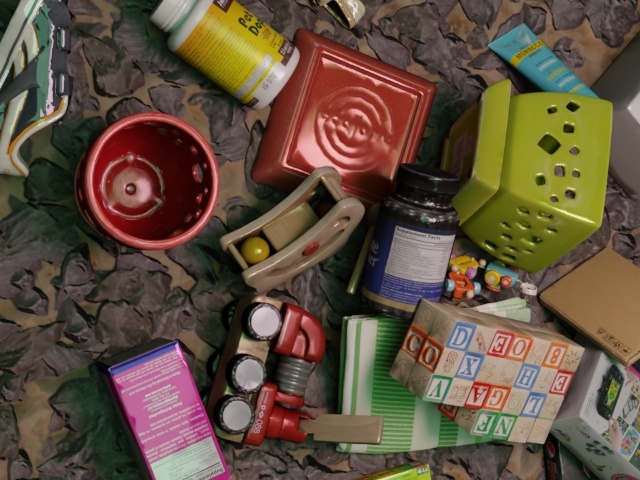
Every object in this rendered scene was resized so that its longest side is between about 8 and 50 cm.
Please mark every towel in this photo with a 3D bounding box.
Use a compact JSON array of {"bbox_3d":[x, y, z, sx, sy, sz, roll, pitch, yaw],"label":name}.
[{"bbox_3d":[0.181,0.218,1.846,0.324,0.038,0.248,-3,107,-22],"label":"towel"}]

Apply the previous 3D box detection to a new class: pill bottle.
[{"bbox_3d":[0.139,0.001,1.736,0.122,0.123,0.219,8,104,-19],"label":"pill bottle"},{"bbox_3d":[-0.145,-0.298,1.726,0.215,0.117,0.117,35,78,-16],"label":"pill bottle"}]

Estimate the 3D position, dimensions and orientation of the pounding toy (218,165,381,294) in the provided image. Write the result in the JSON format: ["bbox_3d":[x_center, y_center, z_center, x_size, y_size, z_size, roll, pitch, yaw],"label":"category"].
[{"bbox_3d":[0.000,0.000,1.726,0.269,0.154,0.155,-29,70,-18],"label":"pounding toy"}]

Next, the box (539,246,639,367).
[{"bbox_3d":[0.490,0.106,1.916,0.164,0.201,0.021,-32,136,-19],"label":"box"}]

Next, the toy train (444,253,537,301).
[{"bbox_3d":[0.259,0.072,1.872,0.166,0.125,0.046,5,120,-24],"label":"toy train"}]

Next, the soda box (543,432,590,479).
[{"bbox_3d":[0.414,0.376,1.944,0.060,0.053,0.169,-6,91,-20],"label":"soda box"}]

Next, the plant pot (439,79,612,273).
[{"bbox_3d":[0.306,-0.106,1.812,0.207,0.227,0.228,16,65,-12],"label":"plant pot"}]

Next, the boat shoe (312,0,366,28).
[{"bbox_3d":[0.011,-0.386,1.820,0.135,0.050,0.045,36,72,-15],"label":"boat shoe"}]

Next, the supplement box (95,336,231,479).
[{"bbox_3d":[-0.230,0.263,1.685,0.114,0.111,0.220,-21,96,-20],"label":"supplement box"}]

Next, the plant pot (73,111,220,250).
[{"bbox_3d":[-0.254,-0.079,1.652,0.191,0.174,0.191,1,88,-19],"label":"plant pot"}]

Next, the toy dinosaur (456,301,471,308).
[{"bbox_3d":[0.228,0.149,1.883,0.183,0.053,0.093,36,79,-16],"label":"toy dinosaur"}]

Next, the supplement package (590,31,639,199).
[{"bbox_3d":[0.596,-0.232,1.947,0.198,0.199,0.263,45,76,-13],"label":"supplement package"}]

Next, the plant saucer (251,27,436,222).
[{"bbox_3d":[0.049,-0.176,1.831,0.258,0.048,0.259,20,81,-18],"label":"plant saucer"}]

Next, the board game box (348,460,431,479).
[{"bbox_3d":[0.090,0.418,1.832,0.181,0.043,0.092,-12,92,-20],"label":"board game box"}]

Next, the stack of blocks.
[{"bbox_3d":[0.250,0.204,1.764,0.297,0.087,0.171,15,101,-38],"label":"stack of blocks"}]

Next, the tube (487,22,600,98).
[{"bbox_3d":[0.373,-0.278,1.910,0.080,0.052,0.207,-30,62,-22],"label":"tube"}]

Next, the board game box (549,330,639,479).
[{"bbox_3d":[0.529,0.306,1.926,0.303,0.097,0.224,42,53,-15],"label":"board game box"}]

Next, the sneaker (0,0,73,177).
[{"bbox_3d":[-0.400,-0.241,1.632,0.127,0.126,0.321,26,91,-13],"label":"sneaker"}]

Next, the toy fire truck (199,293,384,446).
[{"bbox_3d":[-0.032,0.214,1.739,0.246,0.158,0.217,20,82,-23],"label":"toy fire truck"}]
